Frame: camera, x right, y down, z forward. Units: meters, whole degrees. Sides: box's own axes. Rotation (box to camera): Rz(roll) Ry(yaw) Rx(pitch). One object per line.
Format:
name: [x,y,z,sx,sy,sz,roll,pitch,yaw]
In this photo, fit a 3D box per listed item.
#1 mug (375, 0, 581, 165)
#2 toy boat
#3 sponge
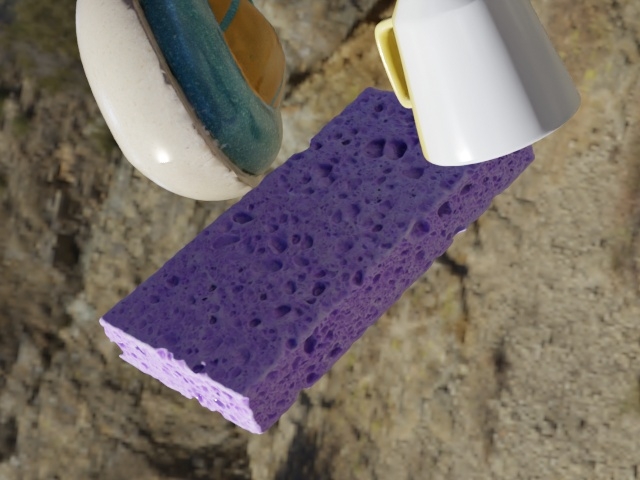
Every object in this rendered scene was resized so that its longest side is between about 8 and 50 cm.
mug: [0.050,-0.068,0.428,0.078,0.064,0.062,-13,24,29]
toy boat: [-0.110,-0.178,0.773,0.148,0.318,0.267,-28,39,8]
sponge: [0.000,0.000,0.582,0.117,0.210,0.031,21,145,46]
